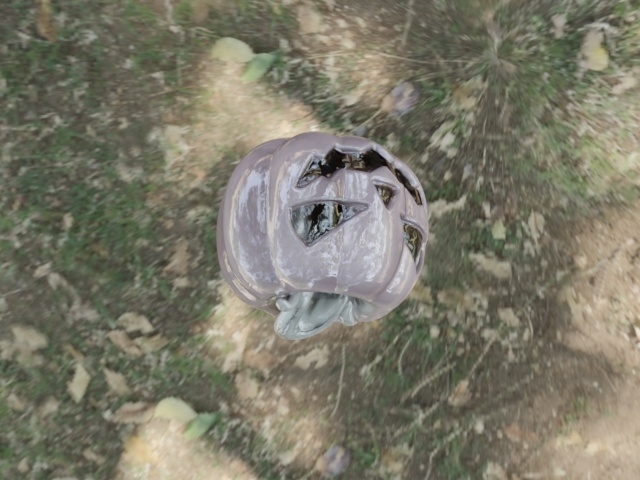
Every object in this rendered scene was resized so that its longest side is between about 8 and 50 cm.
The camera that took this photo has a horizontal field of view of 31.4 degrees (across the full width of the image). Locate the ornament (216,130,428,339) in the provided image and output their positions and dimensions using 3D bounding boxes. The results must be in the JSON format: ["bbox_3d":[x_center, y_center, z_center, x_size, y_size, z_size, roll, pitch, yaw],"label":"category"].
[{"bbox_3d":[0.001,0.000,0.940,0.178,0.177,0.177,1,99,9],"label":"ornament"}]
